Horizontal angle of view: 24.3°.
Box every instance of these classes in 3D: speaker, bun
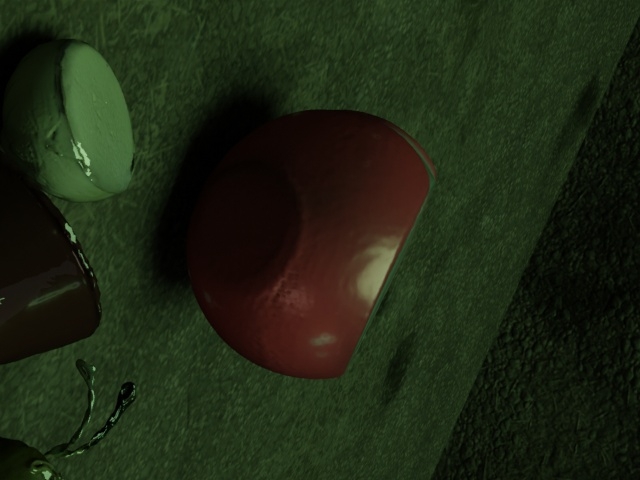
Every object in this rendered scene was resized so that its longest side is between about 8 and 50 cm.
[{"bbox_3d":[-0.319,0.115,1.061,0.329,0.198,0.259,-46,141,-25],"label":"speaker"},{"bbox_3d":[0.000,0.000,1.580,0.294,0.294,0.294,-51,155,-35],"label":"speaker"},{"bbox_3d":[-0.216,-0.092,1.206,0.138,0.094,0.138,-13,90,-72],"label":"bun"}]

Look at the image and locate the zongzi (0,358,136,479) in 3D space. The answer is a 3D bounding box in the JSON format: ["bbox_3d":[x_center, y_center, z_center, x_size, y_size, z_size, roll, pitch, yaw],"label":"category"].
[{"bbox_3d":[-0.299,0.356,1.273,0.447,0.181,0.418,-40,125,-51],"label":"zongzi"}]
